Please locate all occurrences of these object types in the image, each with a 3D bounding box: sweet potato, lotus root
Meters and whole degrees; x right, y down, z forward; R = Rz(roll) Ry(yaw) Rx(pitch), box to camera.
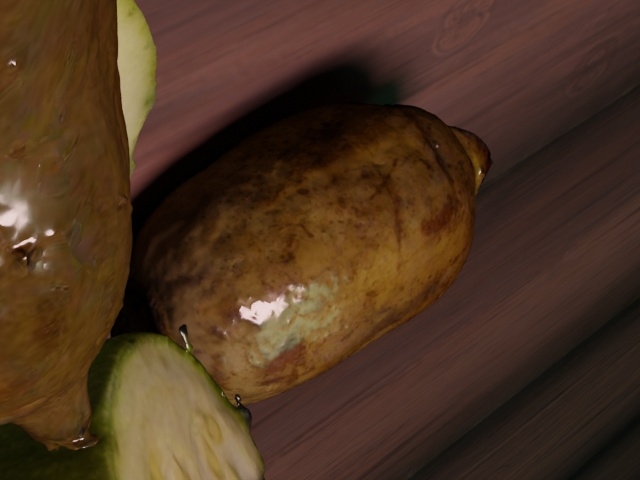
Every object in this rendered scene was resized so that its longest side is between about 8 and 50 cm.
[{"bbox_3d":[-0.130,-0.051,0.541,0.158,0.158,0.370,-36,148,-32],"label":"sweet potato"},{"bbox_3d":[0.000,0.000,0.963,0.260,0.128,0.145,-27,165,-35],"label":"lotus root"}]

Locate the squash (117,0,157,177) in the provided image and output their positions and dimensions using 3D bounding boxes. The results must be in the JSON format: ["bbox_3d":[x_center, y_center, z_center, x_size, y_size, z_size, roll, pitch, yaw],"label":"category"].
[{"bbox_3d":[-0.156,-0.029,0.722,0.219,0.041,0.219,-41,154,-25],"label":"squash"}]

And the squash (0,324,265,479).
[{"bbox_3d":[-0.188,0.133,0.765,0.288,0.111,0.203,-23,-174,15],"label":"squash"}]
